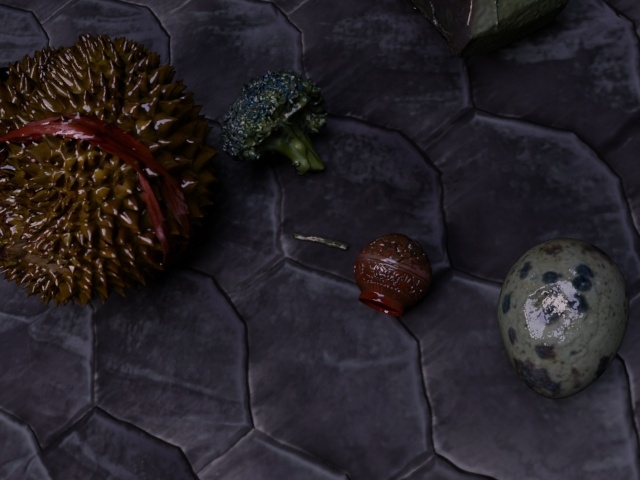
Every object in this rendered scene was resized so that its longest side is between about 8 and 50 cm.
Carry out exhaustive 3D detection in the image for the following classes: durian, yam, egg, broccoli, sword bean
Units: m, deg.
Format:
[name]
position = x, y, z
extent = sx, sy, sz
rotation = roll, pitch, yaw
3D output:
[durian]
position = -0.309, -0.099, 1.007
extent = 0.347, 0.347, 0.385
rotation = -1, 76, 16
[yam]
position = 0.198, -0.385, 1.048
extent = 0.202, 0.201, 0.271
rotation = -31, 69, 3
[egg]
position = 0.269, 0.086, 0.848
extent = 0.141, 0.141, 0.182
rotation = 9, 79, 20
[broccoli]
position = -0.055, -0.157, 1.059
extent = 0.154, 0.167, 0.160
rotation = -28, 100, 16
[sword bean]
position = 0.000, 0.000, 1.036
extent = 0.083, 0.012, 0.012
rotation = 13, 72, 22

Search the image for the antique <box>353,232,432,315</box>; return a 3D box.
[antique]
position = 0.091, 0.039, 0.943
extent = 0.104, 0.104, 0.104
rotation = -6, 66, 14
